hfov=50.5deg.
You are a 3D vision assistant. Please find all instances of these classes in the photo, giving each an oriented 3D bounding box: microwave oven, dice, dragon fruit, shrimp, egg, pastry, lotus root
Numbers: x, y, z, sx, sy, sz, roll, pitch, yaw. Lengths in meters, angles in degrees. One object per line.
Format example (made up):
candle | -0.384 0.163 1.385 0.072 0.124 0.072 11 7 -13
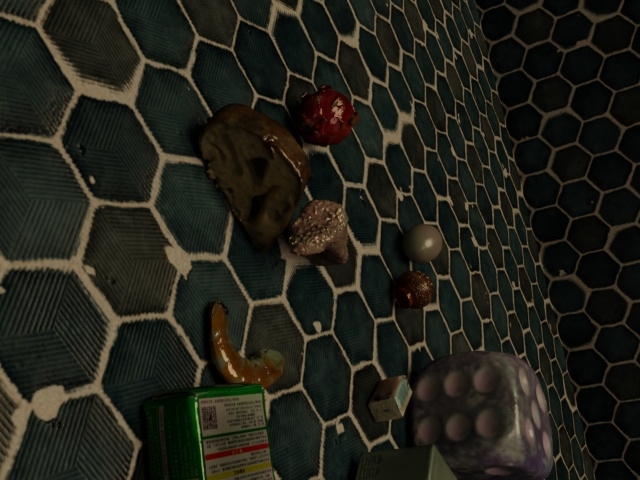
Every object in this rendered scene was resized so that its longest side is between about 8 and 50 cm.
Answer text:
microwave oven | 0.184 0.571 1.305 0.295 0.181 0.237 56 32 -29
dice | 0.382 0.433 1.617 0.271 0.270 0.270 42 42 -44
dragon fruit | 0.017 -0.270 1.483 0.166 0.133 0.136 -12 95 -71
shrimp | -0.127 0.170 1.116 0.161 0.049 0.166 -14 81 -59
egg | 0.270 0.008 1.804 0.135 0.103 0.103 -26 99 -59
pastry | 0.001 -0.013 1.288 0.265 0.103 0.112 49 48 -82
lotus root | -0.103 -0.115 1.178 0.260 0.170 0.074 59 29 -17

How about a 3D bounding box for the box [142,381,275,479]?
box | -0.145 0.325 0.944 0.180 0.103 0.249 15 62 -57

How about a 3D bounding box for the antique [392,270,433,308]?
antique | 0.235 0.122 1.692 0.104 0.104 0.104 34 48 -49

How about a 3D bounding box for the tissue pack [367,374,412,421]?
tissue pack | 0.153 0.342 1.473 0.058 0.074 0.094 64 28 -12
